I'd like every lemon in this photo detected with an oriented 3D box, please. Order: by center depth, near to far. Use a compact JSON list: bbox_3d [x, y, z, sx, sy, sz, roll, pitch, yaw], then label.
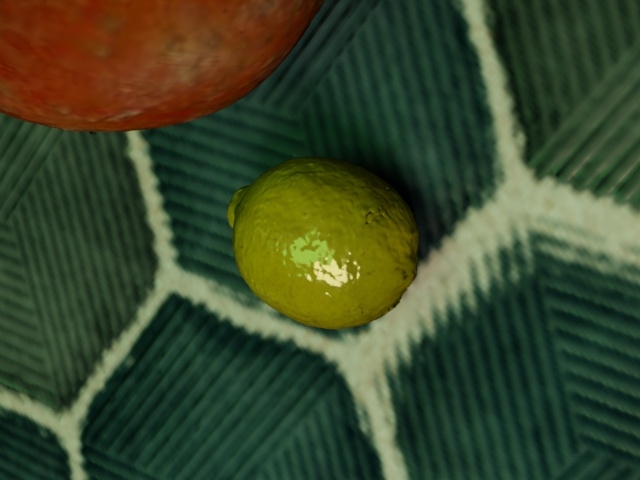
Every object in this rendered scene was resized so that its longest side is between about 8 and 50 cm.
[{"bbox_3d":[0.000,0.000,0.599,0.083,0.062,0.062,23,114,31],"label":"lemon"}]

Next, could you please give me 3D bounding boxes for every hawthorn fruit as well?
[{"bbox_3d":[-0.079,-0.117,0.564,0.173,0.173,0.173,9,106,35],"label":"hawthorn fruit"}]
